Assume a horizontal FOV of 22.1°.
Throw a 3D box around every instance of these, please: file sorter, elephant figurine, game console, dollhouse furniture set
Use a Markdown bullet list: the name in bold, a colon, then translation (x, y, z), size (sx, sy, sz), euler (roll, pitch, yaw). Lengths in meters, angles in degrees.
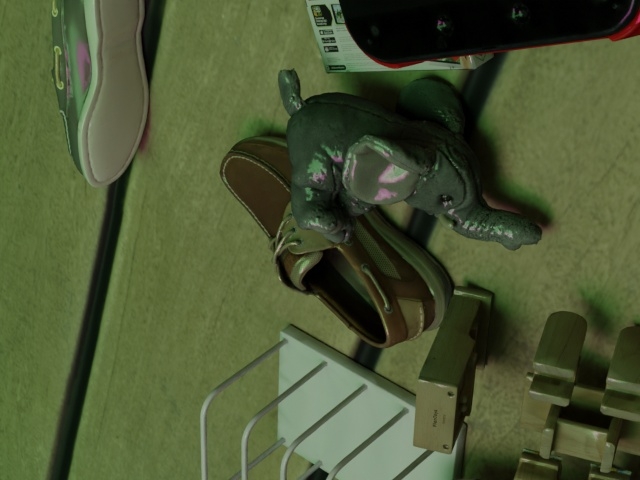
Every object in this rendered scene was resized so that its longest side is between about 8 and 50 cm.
- **file sorter**: translation (0.010, 0.275, 2.005), size (0.278, 0.173, 0.192), euler (27, 134, 30)
- **elephant figurine**: translation (0.092, -0.085, 1.707), size (0.239, 0.186, 0.169), euler (-5, 71, 36)
- **game console**: translation (0.132, -0.332, 1.492), size (0.387, 0.060, 0.342), euler (-1, 109, 47)
- **dollhouse furniture set**: translation (0.238, 0.160, 1.754), size (0.242, 0.161, 0.212), euler (12, 128, 13)

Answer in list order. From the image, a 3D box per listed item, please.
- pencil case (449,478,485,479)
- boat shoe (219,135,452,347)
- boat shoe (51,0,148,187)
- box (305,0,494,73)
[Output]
- **pencil case**: translation (0.222, 0.385, 1.765), size (0.183, 0.160, 0.410), euler (68, 166, -17)
- **boat shoe**: translation (0.000, 0.000, 1.862), size (0.324, 0.116, 0.123), euler (38, 138, 20)
- **boat shoe**: translation (-0.277, -0.211, 2.009), size (0.091, 0.109, 0.305), euler (27, 128, 31)
- **box**: translation (0.075, -0.231, 1.686), size (0.207, 0.036, 0.114), euler (5, 120, 44)
